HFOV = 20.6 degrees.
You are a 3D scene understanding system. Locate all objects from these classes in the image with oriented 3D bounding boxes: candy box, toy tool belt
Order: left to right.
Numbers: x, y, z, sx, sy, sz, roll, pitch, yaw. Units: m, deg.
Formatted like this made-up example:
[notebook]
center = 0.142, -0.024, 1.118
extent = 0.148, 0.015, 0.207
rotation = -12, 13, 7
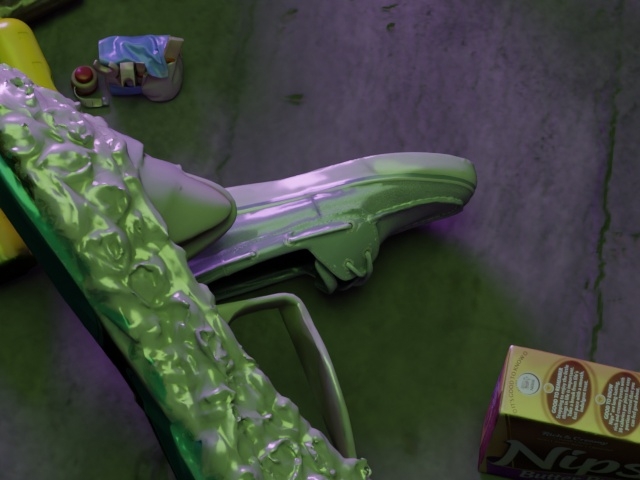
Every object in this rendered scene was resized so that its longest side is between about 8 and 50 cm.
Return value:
[toy tool belt]
center = -0.138, -0.128, 1.257
extent = 0.083, 0.051, 0.052
rotation = -6, 64, -5
[candy box]
center = 0.200, 0.126, 1.115
extent = 0.187, 0.109, 0.053
rotation = 11, 64, 2

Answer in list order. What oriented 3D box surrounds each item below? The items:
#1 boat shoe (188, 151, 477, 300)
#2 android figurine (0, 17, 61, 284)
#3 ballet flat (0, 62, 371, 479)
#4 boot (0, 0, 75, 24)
[boat shoe]
center = -0.001, 0.000, 1.193
extent = 0.227, 0.079, 0.081
rotation = -12, 71, -2
[android figurine]
center = -0.303, -0.077, 1.208
extent = 0.248, 0.056, 0.273
rotation = -26, 74, -9
[ballet flat]
center = -0.086, 0.047, 1.108
extent = 0.147, 0.147, 0.409
rotation = -31, 85, -17
[boot]
center = -0.243, -0.193, 1.292
extent = 0.114, 0.037, 0.106
rotation = -39, 85, -16
